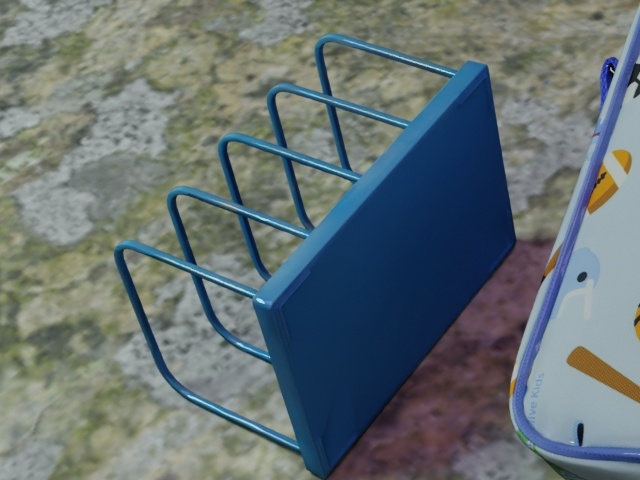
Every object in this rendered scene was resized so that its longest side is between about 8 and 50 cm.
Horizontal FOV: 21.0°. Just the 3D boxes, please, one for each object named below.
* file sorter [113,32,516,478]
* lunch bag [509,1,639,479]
[{"bbox_3d":[0.000,0.000,0.820,0.104,0.118,0.170,20,53,32],"label":"file sorter"},{"bbox_3d":[0.216,-0.011,0.730,0.243,0.115,0.303,3,59,39],"label":"lunch bag"}]
